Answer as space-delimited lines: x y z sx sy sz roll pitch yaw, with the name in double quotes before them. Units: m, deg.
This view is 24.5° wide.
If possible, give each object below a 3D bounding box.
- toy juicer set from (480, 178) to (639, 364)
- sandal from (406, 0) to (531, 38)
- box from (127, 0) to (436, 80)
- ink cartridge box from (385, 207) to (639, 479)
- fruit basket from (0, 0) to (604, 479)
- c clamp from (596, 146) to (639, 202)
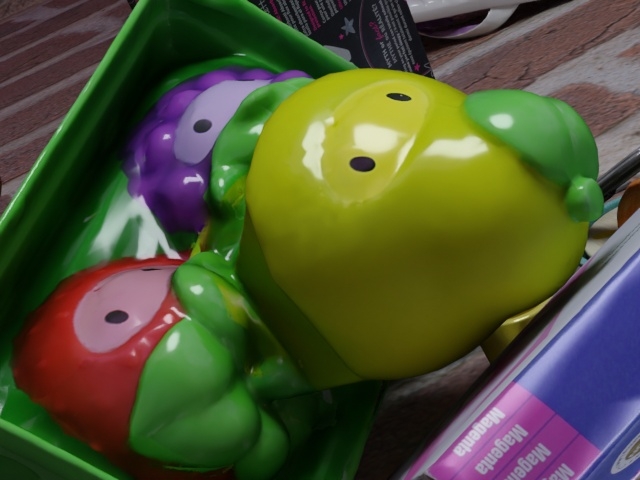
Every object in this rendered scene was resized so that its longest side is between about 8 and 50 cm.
"toy juicer set" 0.275 -0.002 1.061 0.329 0.089 0.209 -35 25 -31
"sandal" 0.175 -0.307 1.867 0.416 0.102 0.169 -7 38 3
"box" -0.033 -0.154 1.134 0.142 0.247 0.163 -42 37 -25
"ink cartridge box" 0.167 0.040 0.785 0.324 0.071 0.330 -44 -7 -17
"fruit basket" -0.029 -0.002 0.863 0.392 0.283 0.392 -59 8 13
"c clamp" 0.232 -0.054 1.126 0.137 0.022 0.160 -28 -9 -31
